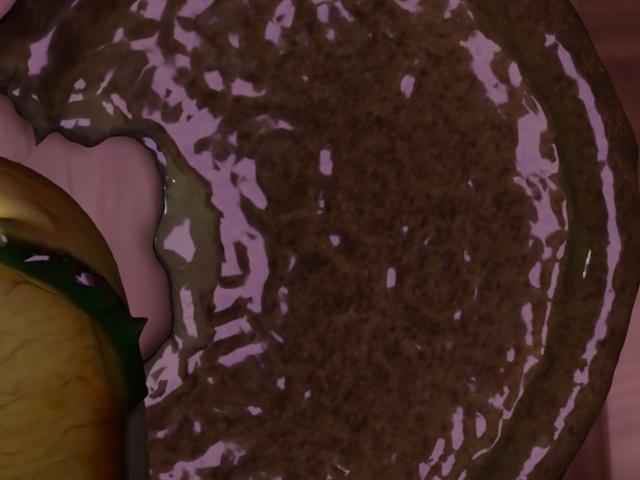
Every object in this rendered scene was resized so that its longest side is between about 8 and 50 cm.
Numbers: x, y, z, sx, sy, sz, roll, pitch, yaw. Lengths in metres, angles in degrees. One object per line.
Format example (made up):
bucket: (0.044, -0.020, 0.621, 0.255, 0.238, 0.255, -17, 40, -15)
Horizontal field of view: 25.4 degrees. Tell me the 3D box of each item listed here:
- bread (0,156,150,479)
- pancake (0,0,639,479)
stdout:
bread: (-0.151, 0.040, 0.436, 0.174, 0.252, 0.133, -11, 55, -18)
pancake: (0.000, 0.000, 0.537, 0.286, 0.033, 0.288, 29, 84, -20)
